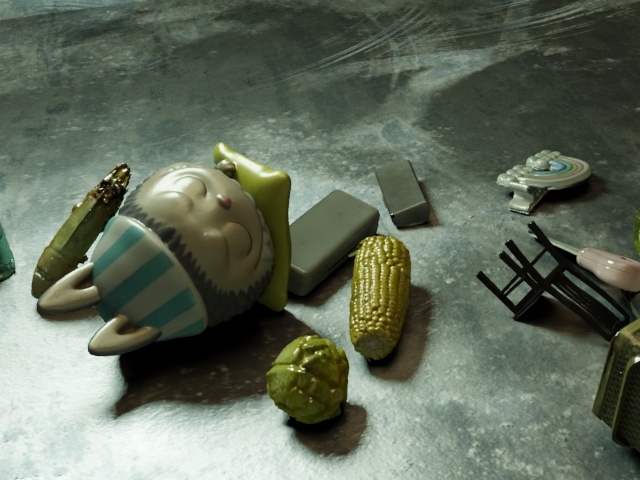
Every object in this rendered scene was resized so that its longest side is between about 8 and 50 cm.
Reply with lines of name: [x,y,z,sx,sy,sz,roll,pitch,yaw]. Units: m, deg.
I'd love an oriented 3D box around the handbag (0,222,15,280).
handbag: [-0.688,0.004,1.958,0.274,0.100,0.269,-15,30,-17]

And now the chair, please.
chair: [0.345,0.086,1.660,0.212,0.101,0.084,46,48,10]

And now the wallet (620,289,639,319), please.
wallet: [0.583,0.096,1.604,0.262,0.071,0.221,-10,33,-1]

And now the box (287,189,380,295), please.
box: [0.000,0.000,1.864,0.103,0.055,0.244,29,40,19]

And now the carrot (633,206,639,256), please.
carrot: [0.574,-0.120,1.856,0.074,0.074,0.358,10,61,27]

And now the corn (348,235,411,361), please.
corn: [0.088,0.081,1.686,0.091,0.091,0.260,-26,25,23]

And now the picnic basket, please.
picnic basket: [0.472,0.158,1.365,0.267,0.165,0.139,-23,47,-26]

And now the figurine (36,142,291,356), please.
figurine: [-0.271,0.012,1.693,0.378,0.266,0.361,-17,14,-38]

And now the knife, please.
knife: [0.411,0.019,1.730,0.081,0.043,0.336,14,9,-13]

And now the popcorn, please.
popcorn: [-0.017,0.188,1.503,0.106,0.116,0.120,-27,66,22]

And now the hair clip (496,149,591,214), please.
hair clip: [0.409,-0.111,2.032,0.140,0.054,0.220,11,28,40]

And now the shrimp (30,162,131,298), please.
shrimp: [-0.382,-0.015,1.829,0.061,0.267,0.145,33,12,5]

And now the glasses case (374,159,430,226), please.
glasses case: [0.147,-0.085,2.031,0.072,0.042,0.190,-13,29,0]
